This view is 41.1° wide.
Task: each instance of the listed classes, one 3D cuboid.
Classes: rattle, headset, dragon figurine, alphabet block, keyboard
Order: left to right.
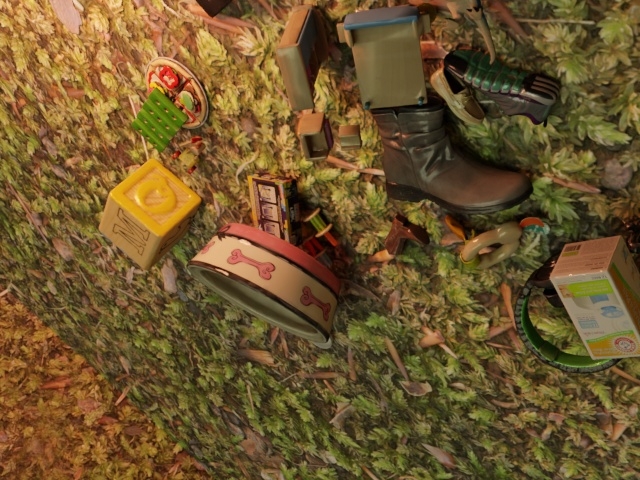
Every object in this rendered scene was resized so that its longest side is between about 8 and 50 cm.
[{"bbox_3d":[-0.479,-0.072,2.391,0.193,0.192,0.197,39,143,2],"label":"alphabet block"},{"bbox_3d":[-0.241,-0.542,1.828,0.108,0.023,0.180,47,164,-16],"label":"keyboard"},{"bbox_3d":[0.243,-0.449,1.492,0.289,0.144,0.085,36,144,-24],"label":"dragon figurine"},{"bbox_3d":[0.376,-0.035,1.814,0.130,0.143,0.200,22,132,-26],"label":"rattle"},{"bbox_3d":[0.538,0.113,1.686,0.243,0.185,0.394,34,124,10],"label":"headset"}]

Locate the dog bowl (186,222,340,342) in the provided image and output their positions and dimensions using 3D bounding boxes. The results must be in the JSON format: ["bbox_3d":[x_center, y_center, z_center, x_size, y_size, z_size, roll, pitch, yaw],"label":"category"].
[{"bbox_3d":[-0.129,0.102,2.176,0.407,0.150,0.408,27,167,7],"label":"dog bowl"}]

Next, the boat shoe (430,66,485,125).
[{"bbox_3d":[0.271,-0.281,1.656,0.135,0.050,0.045,43,147,-1],"label":"boat shoe"}]

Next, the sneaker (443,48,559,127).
[{"bbox_3d":[0.326,-0.277,1.590,0.223,0.083,0.098,26,144,19],"label":"sneaker"}]

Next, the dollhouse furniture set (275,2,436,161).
[{"bbox_3d":[0.098,-0.342,1.706,0.303,0.198,0.287,-4,127,15],"label":"dollhouse furniture set"}]

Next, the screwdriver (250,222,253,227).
[{"bbox_3d":[-0.178,-0.055,2.287,0.025,0.024,0.170,68,152,15],"label":"screwdriver"}]

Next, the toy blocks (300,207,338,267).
[{"bbox_3d":[0.000,0.000,2.151,0.148,0.054,0.123,52,141,-12],"label":"toy blocks"}]

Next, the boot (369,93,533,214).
[{"bbox_3d":[0.254,-0.180,1.721,0.338,0.118,0.223,7,125,31],"label":"boot"}]

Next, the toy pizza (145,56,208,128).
[{"bbox_3d":[-0.367,-0.365,2.143,0.201,0.032,0.201,23,138,23],"label":"toy pizza"}]

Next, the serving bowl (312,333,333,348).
[{"bbox_3d":[0.002,0.267,2.423,0.083,0.027,0.083,23,137,23],"label":"serving bowl"}]

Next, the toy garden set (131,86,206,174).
[{"bbox_3d":[-0.367,-0.279,2.172,0.204,0.049,0.244,44,154,-10],"label":"toy garden set"}]

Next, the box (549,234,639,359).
[{"bbox_3d":[0.518,0.107,1.544,0.114,0.103,0.203,-11,120,42],"label":"box"}]

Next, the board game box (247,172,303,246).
[{"bbox_3d":[-0.113,-0.076,2.129,0.141,0.048,0.171,16,118,46],"label":"board game box"}]

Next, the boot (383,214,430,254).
[{"bbox_3d":[0.199,0.007,1.998,0.106,0.037,0.114,43,141,21],"label":"boot"}]
